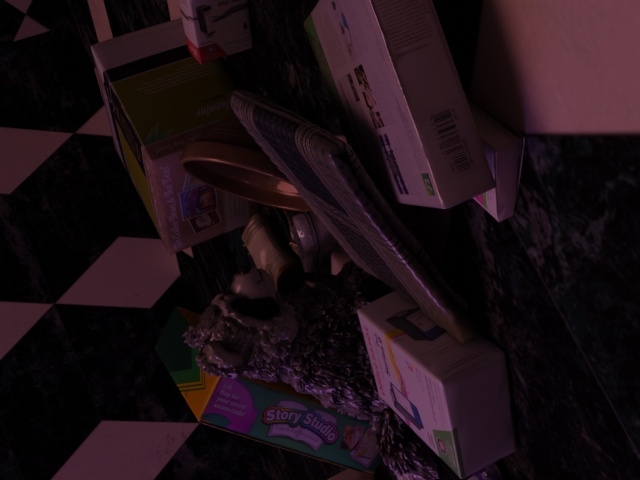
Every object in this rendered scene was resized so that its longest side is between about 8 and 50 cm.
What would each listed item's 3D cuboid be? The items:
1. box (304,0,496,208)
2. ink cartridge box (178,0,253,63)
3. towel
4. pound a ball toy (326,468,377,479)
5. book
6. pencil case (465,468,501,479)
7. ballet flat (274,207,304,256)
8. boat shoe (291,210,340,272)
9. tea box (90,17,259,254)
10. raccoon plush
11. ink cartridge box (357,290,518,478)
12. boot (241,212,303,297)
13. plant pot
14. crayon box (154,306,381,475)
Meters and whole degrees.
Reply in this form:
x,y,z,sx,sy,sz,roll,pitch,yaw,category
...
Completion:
x,y,z,sx,sy,sz,roll,pitch,yaw,category
0.065,-0.153,0.814,0.322,0.058,0.232,-155,44,-79,box
-0.168,-0.365,1.264,0.056,0.099,0.135,53,158,39,ink cartridge box
0.043,-0.041,0.970,0.324,0.056,0.312,51,172,-31,towel
0.084,0.607,1.532,0.319,0.208,0.135,48,154,49,pound a ball toy
0.143,-0.095,0.792,0.144,0.035,0.096,52,160,41,book
0.244,0.353,0.966,0.206,0.086,0.088,-160,77,-65,pencil case
-0.073,-0.062,1.423,0.249,0.058,0.084,64,163,10,ballet flat
0.000,0.000,1.256,0.226,0.076,0.083,111,141,-83,boat shoe
-0.286,-0.208,1.605,0.323,0.220,0.329,60,161,26,tea box
-0.008,0.234,1.192,0.446,0.299,0.216,66,162,2,raccoon plush
0.145,0.173,1.011,0.212,0.093,0.154,41,149,59,ink cartridge box
-0.104,0.060,1.637,0.165,0.077,0.213,56,154,30,boot
-0.089,-0.131,1.218,0.237,0.237,0.109,170,118,-72,plant pot
-0.091,0.271,1.446,0.106,0.363,0.313,-63,28,4,crayon box
